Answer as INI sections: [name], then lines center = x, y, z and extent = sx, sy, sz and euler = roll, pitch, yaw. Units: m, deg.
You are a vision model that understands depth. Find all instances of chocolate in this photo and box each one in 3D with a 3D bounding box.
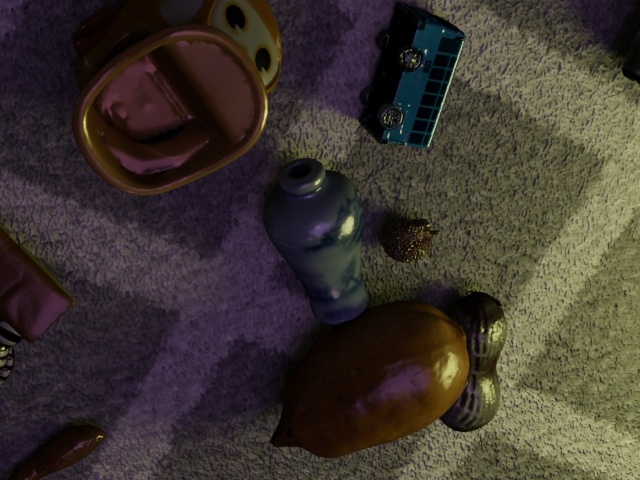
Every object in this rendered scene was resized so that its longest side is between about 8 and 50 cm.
[chocolate]
center = 0.240, 0.198, 1.983
extent = 0.110, 0.110, 0.248
euler = -6, 120, -17

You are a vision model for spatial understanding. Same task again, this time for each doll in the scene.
[doll]
center = -0.442, 0.130, 1.727
extent = 0.091, 0.067, 0.219
euler = 36, 100, -27

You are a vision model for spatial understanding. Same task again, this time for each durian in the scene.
[durian]
center = 0.133, -0.003, 1.859
extent = 0.091, 0.080, 0.080
euler = -13, 121, 12

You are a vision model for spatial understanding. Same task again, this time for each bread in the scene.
[bread]
center = -0.432, 0.029, 1.651
extent = 0.088, 0.049, 0.226
euler = -42, 100, 0

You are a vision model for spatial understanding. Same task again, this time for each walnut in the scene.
[walnut]
center = 0.066, 0.215, 1.877
extent = 0.336, 0.209, 0.209
euler = -30, 122, 1

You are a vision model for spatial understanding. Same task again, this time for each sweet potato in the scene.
[sweet potato]
center = -0.412, 0.338, 1.848
extent = 0.214, 0.050, 0.050
euler = -36, 122, -2

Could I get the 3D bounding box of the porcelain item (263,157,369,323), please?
[porcelain item]
center = 0.000, 0.000, 1.789
extent = 0.141, 0.141, 0.259
euler = -22, 130, -8

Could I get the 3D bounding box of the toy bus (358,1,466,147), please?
[toy bus]
center = 0.129, -0.229, 1.741
extent = 0.106, 0.090, 0.185
euler = 8, 114, -24

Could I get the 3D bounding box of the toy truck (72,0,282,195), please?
[toy truck]
center = -0.180, -0.209, 1.570
extent = 0.288, 0.212, 0.204
euler = -33, 123, 2

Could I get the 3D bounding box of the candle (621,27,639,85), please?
[candle]
center = 0.573, -0.342, 1.789
extent = 0.187, 0.187, 0.330
euler = 13, 108, -25
